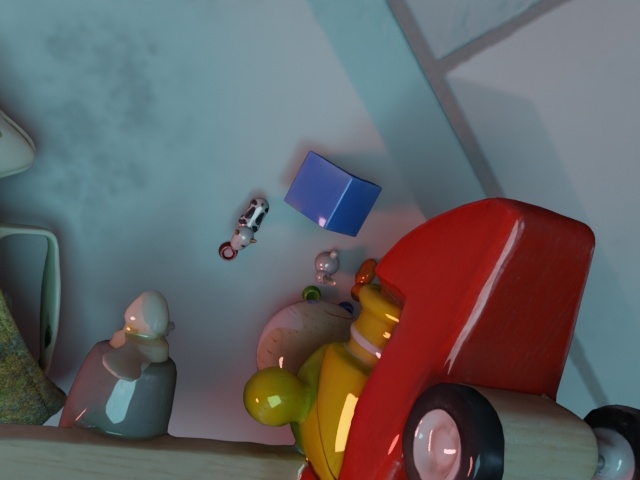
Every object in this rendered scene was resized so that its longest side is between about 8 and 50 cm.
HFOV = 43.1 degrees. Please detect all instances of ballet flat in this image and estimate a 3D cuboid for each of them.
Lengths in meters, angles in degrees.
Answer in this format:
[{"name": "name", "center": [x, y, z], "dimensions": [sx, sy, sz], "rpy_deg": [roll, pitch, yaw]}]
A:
[{"name": "ballet flat", "center": [-0.246, -0.018, 0.560], "dimensions": [0.123, 0.123, 0.348], "rpy_deg": [-7, 106, -5]}]

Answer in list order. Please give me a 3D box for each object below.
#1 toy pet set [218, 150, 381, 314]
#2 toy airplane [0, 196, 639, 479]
[{"name": "toy pet set", "center": [0.000, 0.000, 0.608], "dimensions": [0.122, 0.065, 0.114], "rpy_deg": [26, 101, -13]}, {"name": "toy airplane", "center": [0.015, 0.163, 0.557], "dimensions": [0.385, 0.272, 0.386], "rpy_deg": [-25, 132, 0]}]
